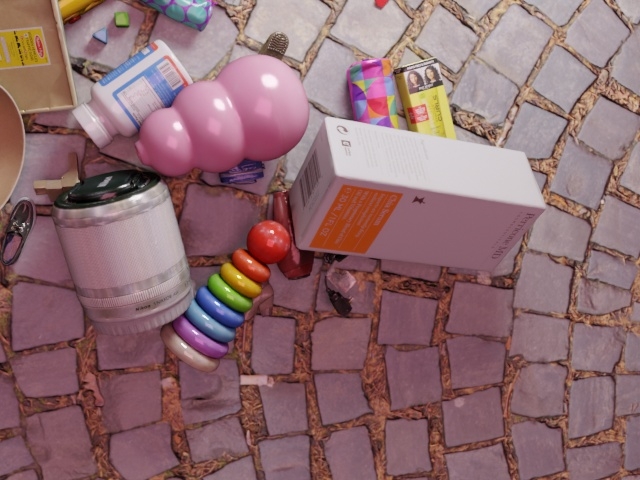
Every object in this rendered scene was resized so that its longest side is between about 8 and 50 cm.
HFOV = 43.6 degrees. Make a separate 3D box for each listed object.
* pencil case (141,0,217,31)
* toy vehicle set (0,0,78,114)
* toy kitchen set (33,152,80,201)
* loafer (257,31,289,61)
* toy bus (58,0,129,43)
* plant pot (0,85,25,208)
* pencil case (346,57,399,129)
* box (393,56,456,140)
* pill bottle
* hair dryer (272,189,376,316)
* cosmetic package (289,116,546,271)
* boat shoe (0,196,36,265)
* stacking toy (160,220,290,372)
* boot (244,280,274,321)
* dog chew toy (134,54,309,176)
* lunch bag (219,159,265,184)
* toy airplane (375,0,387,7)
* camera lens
[{"bbox_3d":[-0.286,-0.475,1.576,0.152,0.064,0.070,25,117,-16],"label":"pencil case"},{"bbox_3d":[-0.556,-0.360,1.475,0.166,0.035,0.266,-7,128,-10],"label":"toy vehicle set"},{"bbox_3d":[-0.520,-0.123,1.583,0.083,0.068,0.075,-5,70,-13],"label":"toy kitchen set"},{"bbox_3d":[-0.111,-0.361,1.643,0.056,0.050,0.148,29,105,-19],"label":"loafer"},{"bbox_3d":[-0.449,-0.490,1.515,0.191,0.104,0.202,10,95,-15],"label":"toy bus"},{"bbox_3d":[-0.706,-0.173,1.435,0.191,0.284,0.284,15,94,20],"label":"plant pot"},{"bbox_3d":[0.114,-0.264,1.684,0.105,0.104,0.236,-9,98,-12],"label":"pencil case"},{"bbox_3d":[0.232,-0.271,1.730,0.087,0.058,0.232,-17,101,-12],"label":"box"},{"bbox_3d":[-0.366,-0.279,1.553,0.222,0.124,0.124,-37,104,-6],"label":"pill bottle"},{"bbox_3d":[0.000,0.000,1.718,0.293,0.080,0.223,41,70,-19],"label":"hair dryer"},{"bbox_3d":[0.189,-0.082,1.617,0.454,0.161,0.230,6,140,-20],"label":"cosmetic package"},{"bbox_3d":[-0.596,-0.016,1.575,0.049,0.040,0.142,17,93,-15],"label":"boat shoe"},{"bbox_3d":[-0.175,0.102,1.625,0.141,0.141,0.330,38,93,-15],"label":"stacking toy"},{"bbox_3d":[-0.156,0.127,1.703,0.119,0.042,0.086,-14,94,-12],"label":"boot"},{"bbox_3d":[-0.192,-0.224,1.528,0.332,0.207,0.206,-24,102,-15],"label":"dog chew toy"},{"bbox_3d":[-0.161,-0.147,1.648,0.099,0.067,0.065,-9,100,-13],"label":"lunch bag"},{"bbox_3d":[0.144,-0.576,1.685,0.151,0.028,0.151,-2,96,-14],"label":"toy airplane"},{"bbox_3d":[-0.374,0.016,1.527,0.220,0.219,0.274,-15,111,-11],"label":"camera lens"}]
